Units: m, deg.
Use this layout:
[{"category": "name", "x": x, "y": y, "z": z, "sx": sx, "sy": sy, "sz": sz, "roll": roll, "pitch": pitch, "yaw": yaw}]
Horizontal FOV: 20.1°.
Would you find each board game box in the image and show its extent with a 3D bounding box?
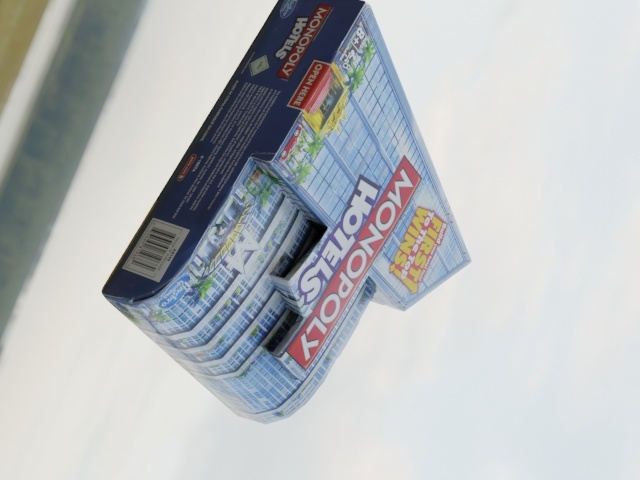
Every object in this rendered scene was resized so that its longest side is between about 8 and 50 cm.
[{"category": "board game box", "x": 0.000, "y": 0.000, "z": 0.970, "sx": 0.060, "sy": 0.194, "sz": 0.194, "roll": 18, "pitch": -109, "yaw": 38}]
